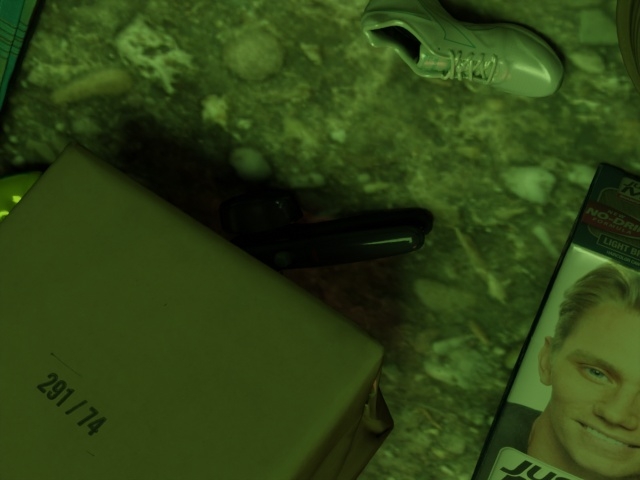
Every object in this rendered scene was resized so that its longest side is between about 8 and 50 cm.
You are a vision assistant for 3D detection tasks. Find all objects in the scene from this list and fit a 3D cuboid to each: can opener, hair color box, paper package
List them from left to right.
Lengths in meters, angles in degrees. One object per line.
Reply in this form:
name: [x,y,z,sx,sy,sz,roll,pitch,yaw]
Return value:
paper package: [-0.155,0.137,1.284,0.325,0.309,0.168,33,162,20]
can opener: [0.000,0.000,1.338,0.186,0.059,0.073,0,127,27]
hair color box: [0.235,0.124,1.295,0.174,0.105,0.347,22,133,8]

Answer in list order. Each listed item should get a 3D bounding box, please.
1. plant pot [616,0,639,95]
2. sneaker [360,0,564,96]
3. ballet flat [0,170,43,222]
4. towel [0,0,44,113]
plant pot: [0.297,-0.118,1.056,0.237,0.110,0.237,14,132,16]
sneaker: [0.098,-0.132,1.178,0.152,0.061,0.054,23,132,6]
ballet flat: [-0.216,0.034,1.470,0.077,0.077,0.231,-26,113,13]
towel: [-0.394,-0.245,1.343,0.370,0.040,0.271,32,133,1]
